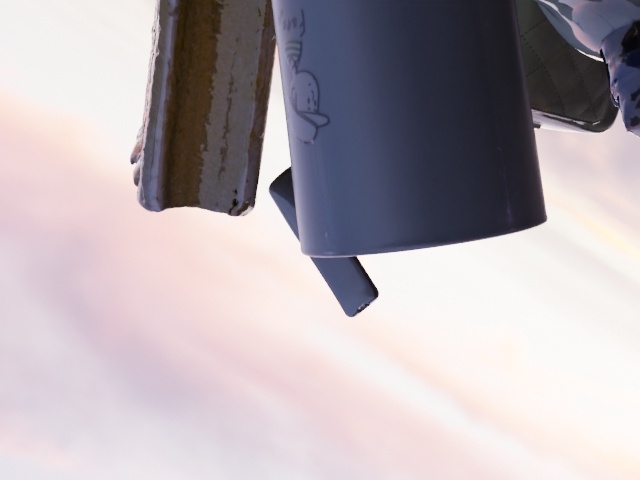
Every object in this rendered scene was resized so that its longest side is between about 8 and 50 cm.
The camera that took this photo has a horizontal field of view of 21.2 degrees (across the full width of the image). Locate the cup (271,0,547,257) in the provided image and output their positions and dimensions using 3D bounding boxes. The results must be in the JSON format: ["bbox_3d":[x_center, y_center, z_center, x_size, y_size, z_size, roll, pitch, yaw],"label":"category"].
[{"bbox_3d":[0.064,-0.149,1.400,0.205,0.312,0.205,-8,-176,1],"label":"cup"}]

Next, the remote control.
[{"bbox_3d":[0.000,0.000,1.898,0.027,0.050,0.184,-7,-120,-57],"label":"remote control"}]

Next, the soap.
[{"bbox_3d":[-0.129,-0.225,1.906,0.156,0.335,0.293,5,-161,-10],"label":"soap"}]

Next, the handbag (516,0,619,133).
[{"bbox_3d":[0.212,-0.227,1.582,0.079,0.256,0.219,10,-179,43],"label":"handbag"}]

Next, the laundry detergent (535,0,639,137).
[{"bbox_3d":[0.163,-0.195,0.997,0.215,0.105,0.280,17,-121,-36],"label":"laundry detergent"}]
